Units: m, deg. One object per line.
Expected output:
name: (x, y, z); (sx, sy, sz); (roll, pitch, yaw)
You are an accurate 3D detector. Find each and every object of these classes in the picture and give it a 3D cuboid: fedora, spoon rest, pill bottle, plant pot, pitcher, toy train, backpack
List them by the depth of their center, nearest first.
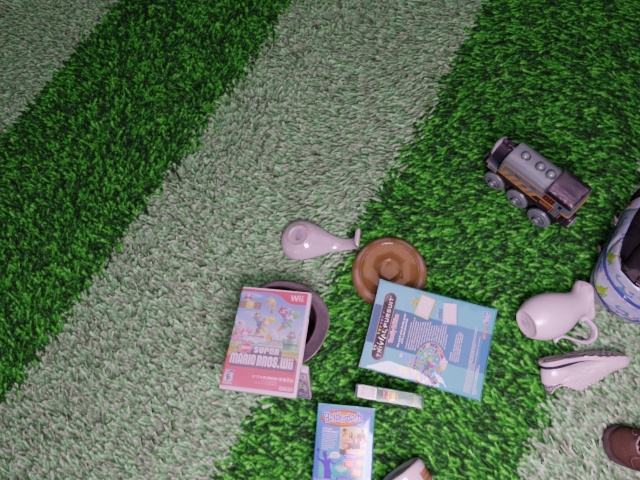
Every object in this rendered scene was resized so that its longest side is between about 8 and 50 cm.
pill bottle: (0.264, 0.686, 1.088); (0.131, 0.131, 0.229); (-32, 71, -5)
backpack: (0.911, 0.059, 1.182); (0.290, 0.273, 0.355); (38, 52, 13)
pitcher: (0.673, 0.226, 1.217); (0.206, 0.125, 0.178); (-17, 85, -11)
fedora: (-0.100, 0.248, 1.282); (0.275, 0.124, 0.244); (19, 73, 18)
toy train: (0.644, -0.180, 1.312); (0.142, 0.190, 0.334); (-41, 72, -9)
plant pot: (0.213, 0.096, 1.349); (0.236, 0.032, 0.237); (-2, 71, 6)
spoon rest: (0.000, 0.000, 1.391); (0.276, 0.084, 0.138); (2, 70, 21)

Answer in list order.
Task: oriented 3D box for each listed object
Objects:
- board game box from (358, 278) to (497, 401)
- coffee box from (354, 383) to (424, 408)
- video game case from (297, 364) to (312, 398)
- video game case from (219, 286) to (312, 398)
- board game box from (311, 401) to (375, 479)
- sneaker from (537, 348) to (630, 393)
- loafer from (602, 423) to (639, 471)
board game box: (0.301, 0.278, 1.234); (0.335, 0.079, 0.254); (14, 78, 8)
coffee box: (0.187, 0.429, 1.195); (0.184, 0.113, 0.041); (7, 71, 7)
video game case: (-0.122, 0.387, 1.215); (0.190, 0.173, 0.022); (6, 48, 8)
video game case: (-0.142, 0.267, 1.172); (0.203, 0.025, 0.286); (4, 60, 8)
board game box: (0.064, 0.555, 1.171); (0.159, 0.047, 0.211); (3, 73, 7)
sneaker: (0.721, 0.356, 1.186); (0.234, 0.090, 0.095); (-10, 83, 7)
loafer: (0.913, 0.553, 1.062); (0.365, 0.130, 0.134); (8, 72, 9)
